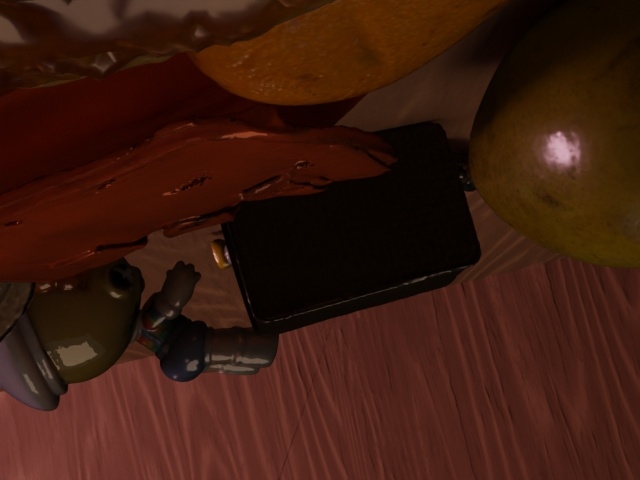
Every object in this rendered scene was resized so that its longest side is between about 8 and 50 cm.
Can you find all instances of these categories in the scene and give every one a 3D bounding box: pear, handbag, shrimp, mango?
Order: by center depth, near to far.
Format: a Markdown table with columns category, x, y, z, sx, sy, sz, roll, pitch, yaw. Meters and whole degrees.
| category | x | y | z | sx | sy | sz | roll | pitch | yaw |
| --- | --- | --- | --- | --- | --- | --- | --- | --- | --- |
| mango | 0.039 | -0.169 | 0.525 | 0.295 | 0.120 | 0.177 | -23 | 158 | 34 |
| handbag | -0.165 | -0.060 | 0.829 | 0.410 | 0.116 | 0.303 | -18 | 169 | 20 |
| pear | 0.271 | -0.096 | 0.831 | 0.253 | 0.253 | 0.307 | -8 | 170 | -27 |
| shrimp | 0.166 | -0.083 | 1.301 | 0.143 | 0.052 | 0.251 | -13 | 171 | 13 |

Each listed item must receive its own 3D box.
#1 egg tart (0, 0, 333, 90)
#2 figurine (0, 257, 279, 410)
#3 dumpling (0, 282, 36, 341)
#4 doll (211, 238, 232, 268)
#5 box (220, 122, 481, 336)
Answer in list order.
| category | x | y | z | sx | sy | sz | roll | pitch | yaw |
| --- | --- | --- | --- | --- | --- | --- | --- | --- | --- |
| egg tart | -0.113 | -0.162 | 0.203 | 0.443 | 0.178 | 0.443 | -12 | 171 | -2 |
| figurine | -0.239 | 0.110 | 1.146 | 0.381 | 0.205 | 0.224 | 8 | 160 | -6 |
| dumpling | -0.410 | 0.049 | 0.956 | 0.247 | 0.173 | 0.142 | 16 | 180 | -40 |
| doll | 0.001 | -0.001 | 1.382 | 0.316 | 0.103 | 0.145 | -9 | 156 | 20 |
| box | 0.028 | -0.012 | 1.135 | 0.273 | 0.184 | 0.143 | -15 | 170 | -8 |
